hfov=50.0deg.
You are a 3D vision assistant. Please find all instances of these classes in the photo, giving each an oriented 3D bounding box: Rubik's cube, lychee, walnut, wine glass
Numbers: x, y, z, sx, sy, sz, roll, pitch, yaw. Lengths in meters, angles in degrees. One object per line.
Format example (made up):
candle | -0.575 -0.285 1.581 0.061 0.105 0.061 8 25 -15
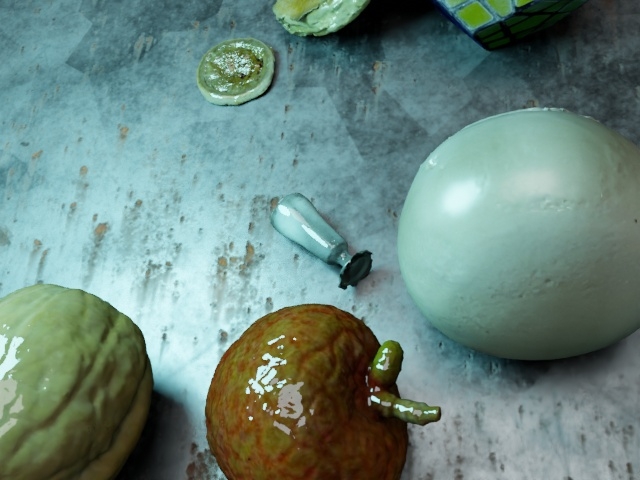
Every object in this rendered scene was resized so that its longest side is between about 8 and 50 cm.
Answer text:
Rubik's cube | 0.287 -0.462 1.076 0.264 0.319 0.319 -45 60 16
lychee | -0.007 0.199 0.794 0.300 0.255 0.255 -29 51 42
walnut | -0.346 0.212 0.836 0.277 0.252 0.313 -38 24 38
wine glass | 0.000 0.000 1.002 0.072 0.072 0.155 -43 62 -12

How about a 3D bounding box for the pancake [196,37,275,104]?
pancake | -0.150 -0.303 1.219 0.151 0.025 0.152 -6 61 10

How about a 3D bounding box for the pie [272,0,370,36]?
pie | 0.035 -0.500 1.176 0.339 0.083 0.340 -30 46 36

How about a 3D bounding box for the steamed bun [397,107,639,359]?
steamed bun | 0.248 0.014 0.796 0.324 0.324 0.206 -4 51 10
